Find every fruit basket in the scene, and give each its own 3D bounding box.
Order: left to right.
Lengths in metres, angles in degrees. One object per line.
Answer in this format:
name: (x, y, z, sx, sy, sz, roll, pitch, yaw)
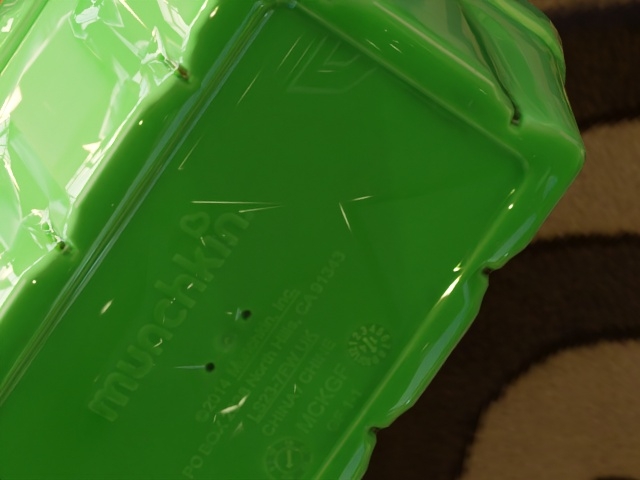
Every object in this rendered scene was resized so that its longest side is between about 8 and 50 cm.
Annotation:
fruit basket: (-0.061, -0.003, 0.913, 0.283, 0.392, 0.392, 32, 92, -20)
